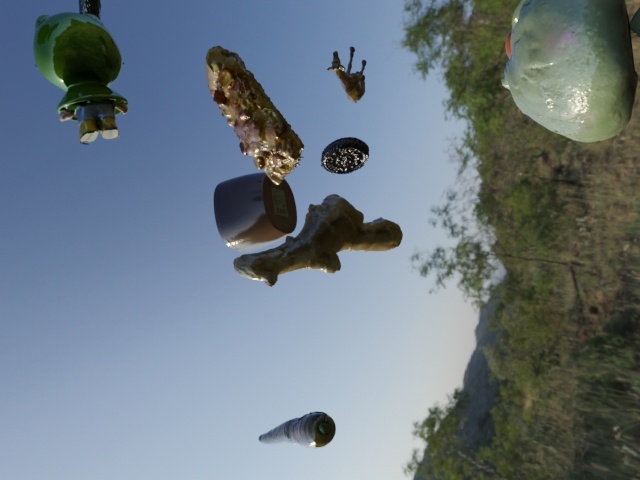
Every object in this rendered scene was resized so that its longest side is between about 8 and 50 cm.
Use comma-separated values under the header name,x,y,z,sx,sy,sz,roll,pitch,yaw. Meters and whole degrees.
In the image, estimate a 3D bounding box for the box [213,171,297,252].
name,x,y,z,sx,sy,sz,roll,pitch,yaw
box,-0.235,-0.112,1.805,0.301,0.216,0.301,34,-131,-52

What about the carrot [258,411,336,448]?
name,x,y,z,sx,sy,sz,roll,pitch,yaw
carrot,-0.046,0.295,0.726,0.254,0.049,0.049,-39,22,53

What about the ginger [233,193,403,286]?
name,x,y,z,sx,sy,sz,roll,pitch,yaw
ginger,0.000,0.000,0.902,0.148,0.334,0.081,67,161,-1

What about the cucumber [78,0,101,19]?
name,x,y,z,sx,sy,sz,roll,pitch,yaw
cucumber,-0.607,-0.578,1.249,0.214,0.058,0.052,117,150,-43

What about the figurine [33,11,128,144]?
name,x,y,z,sx,sy,sz,roll,pitch,yaw
figurine,-0.462,-0.324,0.936,0.263,0.162,0.143,71,158,7

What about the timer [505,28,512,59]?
name,x,y,z,sx,sy,sz,roll,pitch,yaw
timer,0.566,-0.532,1.313,0.099,0.136,0.136,-34,-25,1

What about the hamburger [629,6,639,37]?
name,x,y,z,sx,sy,sz,roll,pitch,yaw
hamburger,0.546,-0.330,0.729,0.054,0.121,0.084,-24,-14,-35

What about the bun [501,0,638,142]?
name,x,y,z,sx,sy,sz,roll,pitch,yaw
bun,0.380,-0.293,0.761,0.283,0.179,0.283,34,-129,-56

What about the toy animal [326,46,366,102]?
name,x,y,z,sx,sy,sz,roll,pitch,yaw
toy animal,0.079,-0.443,1.294,0.275,0.054,0.149,-51,-40,-58

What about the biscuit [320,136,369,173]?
name,x,y,z,sx,sy,sz,roll,pitch,yaw
biscuit,0.094,-0.320,1.811,0.194,0.194,0.053,65,-166,-61

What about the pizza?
name,x,y,z,sx,sy,sz,roll,pitch,yaw
pizza,-0.122,-0.216,0.935,0.086,0.226,0.335,-39,-39,-11
